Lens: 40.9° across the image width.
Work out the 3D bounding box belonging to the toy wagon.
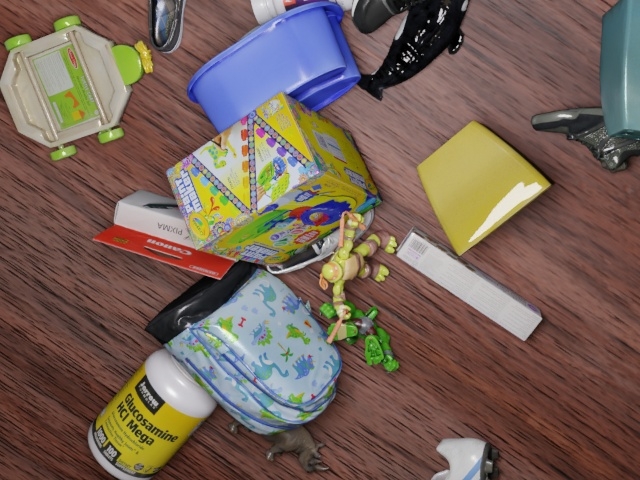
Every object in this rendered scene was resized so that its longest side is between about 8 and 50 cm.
[{"bbox_3d":[-0.501,-0.331,1.808,0.344,0.068,0.267,-17,101,12],"label":"toy wagon"}]

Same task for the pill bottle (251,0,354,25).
[{"bbox_3d":[-0.034,-0.481,1.671,0.193,0.108,0.108,-12,102,12],"label":"pill bottle"}]

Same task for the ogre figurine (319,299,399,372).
[{"bbox_3d":[0.088,0.191,1.817,0.197,0.118,0.097,22,108,4],"label":"ogre figurine"}]

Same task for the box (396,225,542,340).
[{"bbox_3d":[0.307,0.087,1.783,0.324,0.063,0.067,33,108,0],"label":"box"}]

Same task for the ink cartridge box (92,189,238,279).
[{"bbox_3d":[-0.293,-0.019,1.762,0.275,0.239,0.060,17,106,5],"label":"ink cartridge box"}]

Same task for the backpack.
[{"bbox_3d":[-0.127,0.228,1.756,0.273,0.290,0.355,-21,101,41],"label":"backpack"}]

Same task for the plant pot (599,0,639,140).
[{"bbox_3d":[0.598,-0.302,1.546,0.165,0.166,0.234,7,89,2],"label":"plant pot"}]

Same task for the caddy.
[{"bbox_3d":[-0.091,-0.327,1.645,0.341,0.241,0.179,-29,84,14],"label":"caddy"}]

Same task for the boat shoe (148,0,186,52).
[{"bbox_3d":[-0.314,-0.493,1.730,0.080,0.076,0.228,11,106,6],"label":"boat shoe"}]

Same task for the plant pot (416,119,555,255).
[{"bbox_3d":[0.307,-0.114,1.667,0.212,0.212,0.187,-40,83,16],"label":"plant pot"}]

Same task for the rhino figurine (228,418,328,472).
[{"bbox_3d":[-0.080,0.446,1.933,0.243,0.073,0.106,37,110,-3],"label":"rhino figurine"}]

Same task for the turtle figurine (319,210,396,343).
[{"bbox_3d":[0.061,0.060,1.735,0.087,0.217,0.270,13,106,33],"label":"turtle figurine"}]

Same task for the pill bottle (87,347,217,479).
[{"bbox_3d":[-0.347,0.361,1.895,0.188,0.188,0.334,40,107,-2],"label":"pill bottle"}]

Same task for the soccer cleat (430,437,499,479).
[{"bbox_3d":[0.315,0.585,1.896,0.143,0.116,0.331,5,103,24],"label":"soccer cleat"}]

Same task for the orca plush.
[{"bbox_3d":[0.177,-0.395,1.661,0.287,0.102,0.151,-33,97,16],"label":"orca plush"}]

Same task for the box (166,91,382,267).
[{"bbox_3d":[-0.082,-0.103,1.644,0.279,0.290,0.177,-31,70,20],"label":"box"}]

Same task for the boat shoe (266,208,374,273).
[{"bbox_3d":[0.000,0.000,1.800,0.258,0.084,0.095,-35,96,16],"label":"boat shoe"}]

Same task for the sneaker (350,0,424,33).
[{"bbox_3d":[0.179,-0.488,1.603,0.283,0.107,0.124,-47,58,14],"label":"sneaker"}]

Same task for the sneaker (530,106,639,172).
[{"bbox_3d":[0.523,-0.196,1.663,0.227,0.087,0.130,2,98,3],"label":"sneaker"}]
